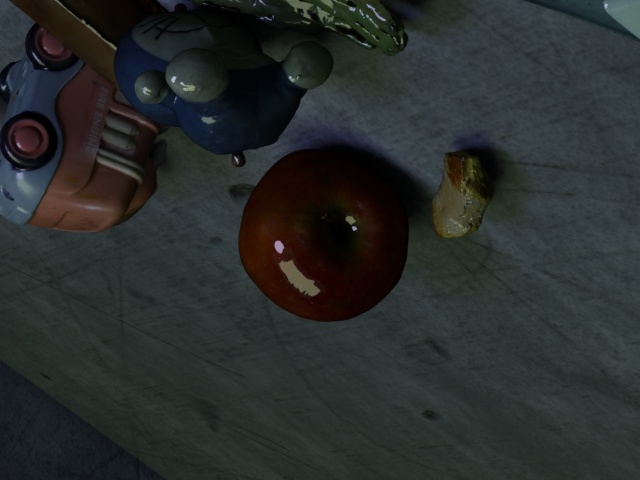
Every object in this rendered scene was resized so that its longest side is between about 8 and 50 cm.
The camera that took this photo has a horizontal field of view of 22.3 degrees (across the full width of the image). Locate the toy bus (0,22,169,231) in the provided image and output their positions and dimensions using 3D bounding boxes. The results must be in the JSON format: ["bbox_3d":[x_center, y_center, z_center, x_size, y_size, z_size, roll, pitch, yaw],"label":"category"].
[{"bbox_3d":[-0.309,-0.145,2.101,0.232,0.288,0.194,19,160,-16],"label":"toy bus"}]

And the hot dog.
[{"bbox_3d":[0.178,-0.062,1.961,0.169,0.061,0.078,105,143,-60],"label":"hot dog"}]

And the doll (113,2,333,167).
[{"bbox_3d":[-0.127,-0.195,1.873,0.258,0.228,0.154,45,138,46],"label":"doll"}]

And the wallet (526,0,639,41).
[{"bbox_3d":[0.276,-0.276,1.473,0.251,0.054,0.290,24,154,6],"label":"wallet"}]

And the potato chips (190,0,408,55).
[{"bbox_3d":[-0.085,-0.326,1.713,0.389,0.097,0.373,15,150,26],"label":"potato chips"}]

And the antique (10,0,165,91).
[{"bbox_3d":[-0.299,-0.300,1.985,0.310,0.093,0.087,40,153,-20],"label":"antique"}]

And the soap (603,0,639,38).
[{"bbox_3d":[0.353,-0.215,1.383,0.119,0.066,0.198,33,157,-26],"label":"soap"}]

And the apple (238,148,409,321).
[{"bbox_3d":[0.000,0.000,2.090,0.230,0.230,0.230,24,154,12],"label":"apple"}]

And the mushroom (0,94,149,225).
[{"bbox_3d":[-0.422,-0.125,2.401,0.407,0.137,0.154,23,142,28],"label":"mushroom"}]
